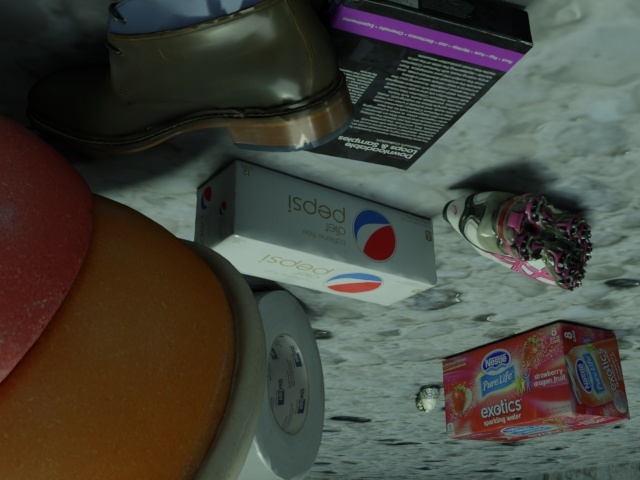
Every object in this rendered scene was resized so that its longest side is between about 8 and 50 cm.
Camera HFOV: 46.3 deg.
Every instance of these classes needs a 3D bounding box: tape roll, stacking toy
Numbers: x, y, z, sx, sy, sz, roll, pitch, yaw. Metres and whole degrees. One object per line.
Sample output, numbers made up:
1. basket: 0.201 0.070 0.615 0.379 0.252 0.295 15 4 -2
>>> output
1. tape roll: -0.067 0.168 0.863 0.072 0.219 0.219 -9 156 20
2. stacking toy: -0.269 -0.011 0.385 0.350 0.351 0.480 -10 131 22

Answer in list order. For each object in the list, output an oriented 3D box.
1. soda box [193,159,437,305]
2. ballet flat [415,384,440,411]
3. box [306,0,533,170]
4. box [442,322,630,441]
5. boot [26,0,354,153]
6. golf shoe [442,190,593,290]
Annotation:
1. soda box: 0.000 0.000 0.660 0.216 0.069 0.074 14 153 -33
2. ballet flat: 0.206 0.307 1.431 0.041 0.041 0.114 0 157 -3
3. box: 0.039 -0.100 0.476 0.116 0.029 0.162 9 154 -19
4. box: 0.307 0.219 1.110 0.122 0.128 0.257 13 154 -29
5. boot: -0.092 -0.112 0.423 0.219 0.082 0.106 3 133 22
6. golf shoe: 0.185 -0.005 0.676 0.086 0.068 0.186 15 173 43
